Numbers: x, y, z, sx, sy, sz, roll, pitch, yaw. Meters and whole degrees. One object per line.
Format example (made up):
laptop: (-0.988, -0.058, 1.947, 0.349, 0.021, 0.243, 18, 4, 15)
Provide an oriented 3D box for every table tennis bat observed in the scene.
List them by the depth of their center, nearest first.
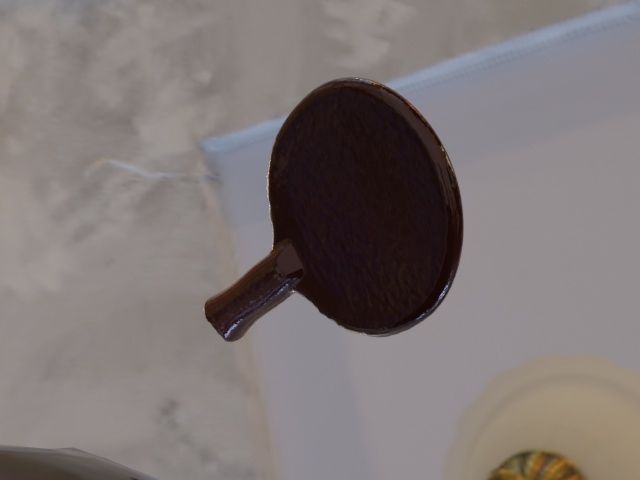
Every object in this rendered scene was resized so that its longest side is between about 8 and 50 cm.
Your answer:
table tennis bat: (0.000, 0.000, 0.600, 0.154, 0.019, 0.098, -39, -106, 45)

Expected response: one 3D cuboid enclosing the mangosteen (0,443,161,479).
mangosteen: (-0.119, 0.271, 0.434, 0.381, 0.381, 0.421, 19, -85, 27)
